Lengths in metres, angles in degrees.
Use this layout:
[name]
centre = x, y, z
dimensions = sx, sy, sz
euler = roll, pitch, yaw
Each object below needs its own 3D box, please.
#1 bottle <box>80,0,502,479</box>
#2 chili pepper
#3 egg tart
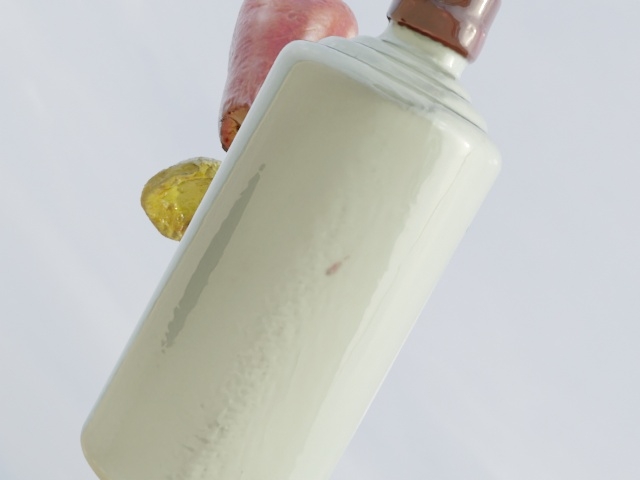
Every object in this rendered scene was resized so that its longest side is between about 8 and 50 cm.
[bottle]
centre = 0.000, 0.000, 0.445
dimensions = 0.104, 0.245, 0.104
euler = 29, 3, -2
[chili pepper]
centre = -0.016, -0.112, 0.664
dimensions = 0.084, 0.192, 0.086
euler = 25, -40, -17
[egg tart]
centre = -0.099, -0.037, 0.906
dimensions = 0.105, 0.039, 0.105
euler = 3, -42, 3
